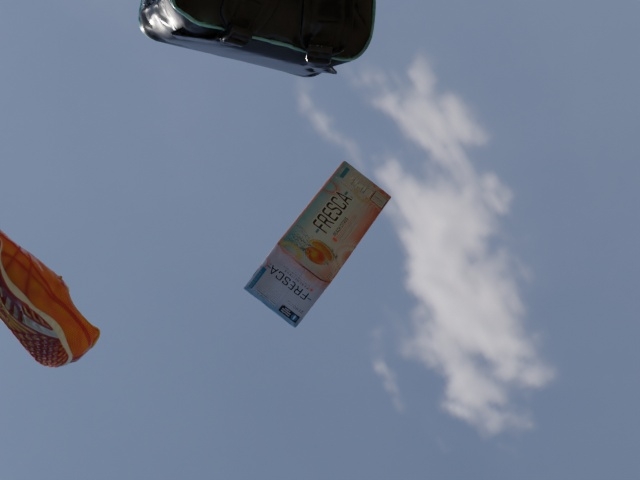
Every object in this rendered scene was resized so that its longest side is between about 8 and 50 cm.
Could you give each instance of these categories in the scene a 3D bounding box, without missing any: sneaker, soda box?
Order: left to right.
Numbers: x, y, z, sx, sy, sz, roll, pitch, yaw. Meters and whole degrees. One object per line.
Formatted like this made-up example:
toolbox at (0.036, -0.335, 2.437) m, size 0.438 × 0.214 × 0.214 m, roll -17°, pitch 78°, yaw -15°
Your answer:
sneaker at (-0.274, 0.042, 1.533) m, size 0.175 × 0.064 × 0.067 m, roll 52°, pitch -144°, yaw 5°
soda box at (0.000, 0.000, 1.463) m, size 0.058 × 0.063 × 0.183 m, roll 38°, pitch -148°, yaw 0°

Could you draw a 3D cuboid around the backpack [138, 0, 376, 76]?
backpack at (-0.043, -0.221, 1.191) m, size 0.165 × 0.144 × 0.188 m, roll 10°, pitch -92°, yaw -22°
